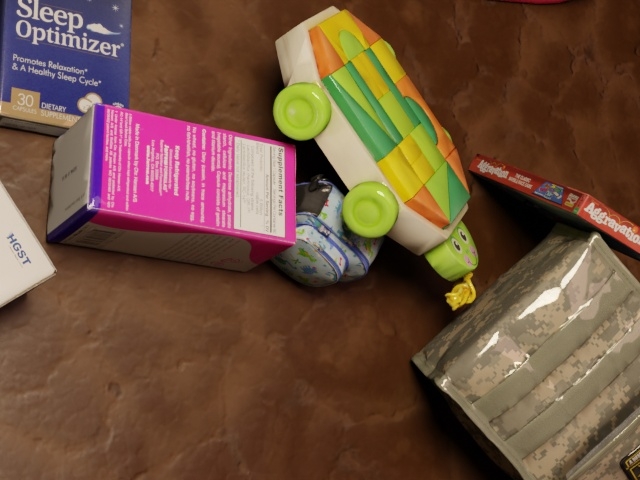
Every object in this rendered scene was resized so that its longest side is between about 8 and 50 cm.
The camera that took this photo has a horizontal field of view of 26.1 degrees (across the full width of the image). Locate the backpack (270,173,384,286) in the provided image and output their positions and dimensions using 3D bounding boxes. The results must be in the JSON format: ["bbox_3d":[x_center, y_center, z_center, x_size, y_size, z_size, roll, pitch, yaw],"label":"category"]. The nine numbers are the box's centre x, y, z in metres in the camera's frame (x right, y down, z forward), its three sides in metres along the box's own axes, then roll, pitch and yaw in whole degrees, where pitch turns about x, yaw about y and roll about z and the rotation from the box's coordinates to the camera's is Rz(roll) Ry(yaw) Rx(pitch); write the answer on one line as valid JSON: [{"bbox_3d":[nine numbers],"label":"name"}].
[{"bbox_3d":[0.000,0.000,1.439,0.114,0.105,0.084,38,62,-27],"label":"backpack"}]

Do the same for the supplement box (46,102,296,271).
[{"bbox_3d":[-0.143,-0.047,1.360,0.220,0.111,0.114,12,68,-29],"label":"supplement box"}]

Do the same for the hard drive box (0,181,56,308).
[{"bbox_3d":[-0.380,0.017,1.206,0.232,0.089,0.181,-33,93,-34],"label":"hard drive box"}]

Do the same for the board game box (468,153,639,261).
[{"bbox_3d":[0.279,-0.032,1.530,0.145,0.281,0.027,31,92,-21],"label":"board game box"}]

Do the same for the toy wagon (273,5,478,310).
[{"bbox_3d":[0.080,-0.087,1.464,0.344,0.068,0.267,55,26,-5],"label":"toy wagon"}]

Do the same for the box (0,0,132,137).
[{"bbox_3d":[-0.258,-0.213,1.390,0.136,0.036,0.225,9,69,-29],"label":"box"}]

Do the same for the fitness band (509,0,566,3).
[{"bbox_3d":[0.259,-0.407,1.765,0.290,0.054,0.209,-3,74,-33],"label":"fitness band"}]

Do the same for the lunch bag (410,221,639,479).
[{"bbox_3d":[0.279,0.166,1.476,0.235,0.169,0.287,-42,100,-2],"label":"lunch bag"}]
